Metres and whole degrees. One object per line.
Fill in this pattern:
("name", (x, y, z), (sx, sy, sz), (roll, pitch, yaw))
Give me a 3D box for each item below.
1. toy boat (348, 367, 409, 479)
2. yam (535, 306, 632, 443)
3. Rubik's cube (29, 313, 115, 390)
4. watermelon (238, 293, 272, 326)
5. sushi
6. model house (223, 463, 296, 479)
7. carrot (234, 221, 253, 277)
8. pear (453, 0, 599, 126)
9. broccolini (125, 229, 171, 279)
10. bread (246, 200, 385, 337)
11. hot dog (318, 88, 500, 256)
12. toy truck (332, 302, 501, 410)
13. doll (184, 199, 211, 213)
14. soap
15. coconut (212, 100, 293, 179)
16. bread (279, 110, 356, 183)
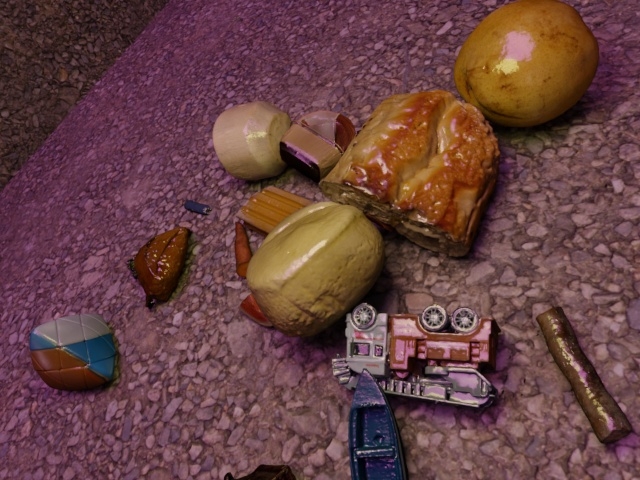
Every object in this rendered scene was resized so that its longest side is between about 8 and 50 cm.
("toy boat", (0.107, 0.387, 0.915), (0.096, 0.062, 0.299), (-14, 71, 24))
("yam", (0.462, 0.230, 0.896), (0.061, 0.061, 0.252), (-23, 47, 13))
("Rubik's cube", (-0.710, 0.326, 1.453), (0.255, 0.254, 0.254), (-15, 50, 19))
("watermelon", (-0.162, 0.162, 1.278), (0.135, 0.094, 0.125), (-14, 57, 25))
("sushi", (-0.487, 0.058, 1.519), (0.149, 0.140, 0.287), (11, 55, -8))
("model house", (-0.104, 0.528, 0.979), (0.152, 0.106, 0.165), (-23, 83, -2))
("carrot", (-0.228, 0.012, 1.466), (0.057, 0.057, 0.224), (-28, 42, 9))
("pear", (0.494, -0.422, 1.211), (0.315, 0.314, 0.314), (-15, 50, 19))
("broccolini", (-0.542, 0.037, 1.610), (0.201, 0.074, 0.058), (-51, 31, -16))
("bread", (-0.004, 0.067, 1.123), (0.321, 0.237, 0.320), (-36, 20, 16))
("hot dog", (0.240, -0.185, 1.193), (0.368, 0.196, 0.365), (28, 73, 5))
("toy truck", (0.181, 0.232, 1.009), (0.339, 0.133, 0.184), (-3, 68, 25))
("doll", (-0.412, -0.110, 1.673), (0.125, 0.027, 0.037), (18, 67, 34))
("soap", (-0.125, -0.075, 1.449), (0.232, 0.073, 0.140), (24, 69, 40))
("coconut", (-0.215, -0.313, 1.572), (0.248, 0.245, 0.244), (1, 57, 29))
("bread", (0.003, -0.287, 1.472), (0.224, 0.142, 0.212), (36, 66, 24))
